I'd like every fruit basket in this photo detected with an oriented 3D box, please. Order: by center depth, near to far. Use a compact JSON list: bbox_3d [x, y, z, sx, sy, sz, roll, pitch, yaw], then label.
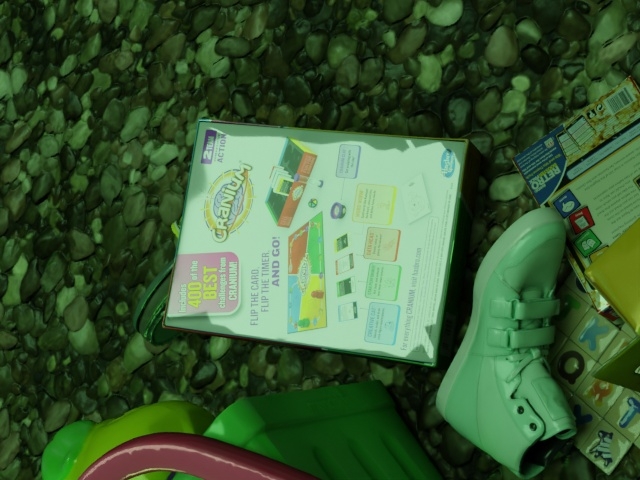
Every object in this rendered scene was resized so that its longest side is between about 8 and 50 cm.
[{"bbox_3d":[-0.094,0.243,1.353,0.392,0.392,0.283,43,105,35],"label":"fruit basket"}]

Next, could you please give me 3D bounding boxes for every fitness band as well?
[{"bbox_3d":[-0.083,0.278,1.138,0.291,0.054,0.209,18,99,9],"label":"fitness band"}]

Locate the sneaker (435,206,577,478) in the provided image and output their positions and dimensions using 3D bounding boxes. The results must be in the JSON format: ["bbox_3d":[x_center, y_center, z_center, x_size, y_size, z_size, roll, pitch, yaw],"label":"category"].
[{"bbox_3d":[0.212,0.104,1.303,0.151,0.094,0.256,42,125,42],"label":"sneaker"}]

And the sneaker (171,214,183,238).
[{"bbox_3d":[-0.153,-0.005,1.666,0.035,0.031,0.083,-52,55,15],"label":"sneaker"}]

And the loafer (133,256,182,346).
[{"bbox_3d":[-0.114,0.039,1.592,0.267,0.096,0.084,-47,62,16],"label":"loafer"}]

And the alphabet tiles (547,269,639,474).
[{"bbox_3d":[0.307,0.125,1.312,0.237,0.009,0.198,42,104,36],"label":"alphabet tiles"}]

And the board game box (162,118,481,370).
[{"bbox_3d":[0.000,0.000,1.479,0.317,0.064,0.242,7,83,21],"label":"board game box"}]

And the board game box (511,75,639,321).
[{"bbox_3d":[0.293,-0.041,1.329,0.147,0.045,0.193,-35,59,20],"label":"board game box"}]

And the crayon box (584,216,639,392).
[{"bbox_3d":[0.363,0.000,1.170,0.318,0.202,0.081,-46,56,15],"label":"crayon box"}]
